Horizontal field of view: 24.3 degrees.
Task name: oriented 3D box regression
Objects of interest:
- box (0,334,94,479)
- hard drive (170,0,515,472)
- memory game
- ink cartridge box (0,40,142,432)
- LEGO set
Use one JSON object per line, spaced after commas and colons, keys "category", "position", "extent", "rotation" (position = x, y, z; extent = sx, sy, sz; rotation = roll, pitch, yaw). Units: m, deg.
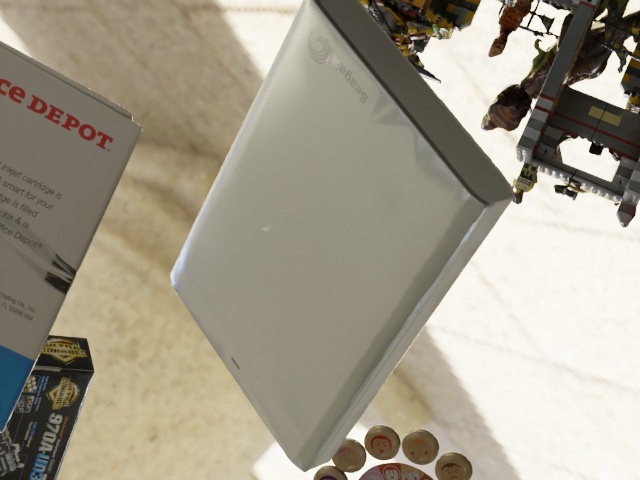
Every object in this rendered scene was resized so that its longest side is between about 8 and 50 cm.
{"category": "box", "position": [-0.330, 0.182, 1.421], "extent": [0.051, 0.175, 0.220], "rotation": [-114, 38, -48]}
{"category": "hard drive", "position": [0.000, 0.000, 1.068], "extent": [0.203, 0.040, 0.307], "rotation": [53, 137, 24]}
{"category": "memory game", "position": [0.079, 0.267, 1.472], "extent": [0.186, 0.186, 0.012], "rotation": [43, -155, -1]}
{"category": "ink cartridge box", "position": [-0.218, -0.011, 0.870], "extent": [0.148, 0.203, 0.086], "rotation": [29, 165, -24]}
{"category": "LEGO set", "position": [0.155, -0.121, 1.155], "extent": [0.331, 0.192, 0.255], "rotation": [24, 176, 2]}
